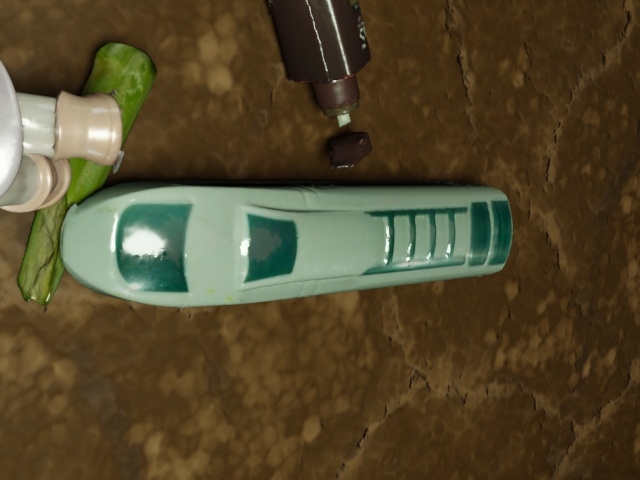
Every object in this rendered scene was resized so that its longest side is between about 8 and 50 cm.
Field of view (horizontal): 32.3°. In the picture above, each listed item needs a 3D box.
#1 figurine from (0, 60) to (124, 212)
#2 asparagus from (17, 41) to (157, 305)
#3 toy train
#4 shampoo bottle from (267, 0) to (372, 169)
[{"bbox_3d":[-0.241,-0.050,0.584,0.276,0.133,0.200,-2,95,-43],"label":"figurine"},{"bbox_3d":[-0.159,-0.044,0.723,0.041,0.045,0.178,24,80,-8],"label":"asparagus"},{"bbox_3d":[0.000,0.000,0.815,0.407,0.088,0.086,-4,100,-48],"label":"toy train"},{"bbox_3d":[-0.003,-0.171,0.824,0.068,0.067,0.236,-38,121,-42],"label":"shampoo bottle"}]
